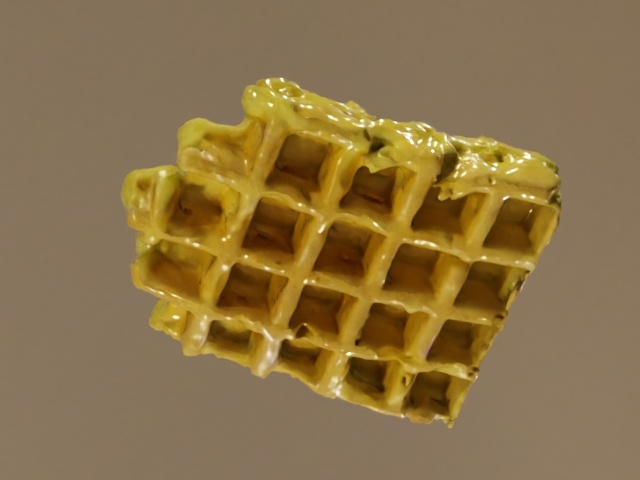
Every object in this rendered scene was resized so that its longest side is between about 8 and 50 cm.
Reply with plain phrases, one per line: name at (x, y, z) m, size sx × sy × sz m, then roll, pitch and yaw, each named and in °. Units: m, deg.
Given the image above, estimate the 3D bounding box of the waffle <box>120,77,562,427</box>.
waffle at (0.000, 0.000, 0.766) m, size 0.211 × 0.160 × 0.055 m, roll 17°, pitch -151°, yaw -13°
